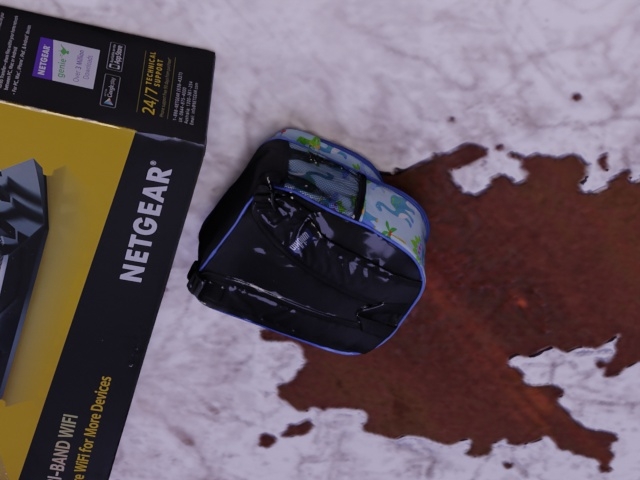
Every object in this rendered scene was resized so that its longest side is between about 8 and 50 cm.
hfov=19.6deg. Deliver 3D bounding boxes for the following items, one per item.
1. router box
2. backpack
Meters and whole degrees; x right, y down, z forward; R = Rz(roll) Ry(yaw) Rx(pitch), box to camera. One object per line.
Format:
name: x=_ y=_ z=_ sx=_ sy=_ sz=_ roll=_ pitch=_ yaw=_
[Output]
router box: x=-0.209 y=0.007 z=1.024 sx=0.243 sy=0.081 sz=0.309 roll=11 pitch=133 yaw=-9
backpack: x=0.000 y=0.000 z=1.007 sx=0.114 sy=0.084 sz=0.105 roll=25 pitch=130 yaw=-15
